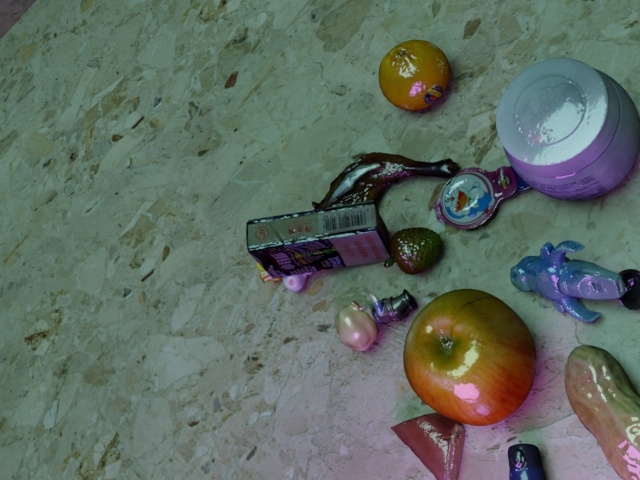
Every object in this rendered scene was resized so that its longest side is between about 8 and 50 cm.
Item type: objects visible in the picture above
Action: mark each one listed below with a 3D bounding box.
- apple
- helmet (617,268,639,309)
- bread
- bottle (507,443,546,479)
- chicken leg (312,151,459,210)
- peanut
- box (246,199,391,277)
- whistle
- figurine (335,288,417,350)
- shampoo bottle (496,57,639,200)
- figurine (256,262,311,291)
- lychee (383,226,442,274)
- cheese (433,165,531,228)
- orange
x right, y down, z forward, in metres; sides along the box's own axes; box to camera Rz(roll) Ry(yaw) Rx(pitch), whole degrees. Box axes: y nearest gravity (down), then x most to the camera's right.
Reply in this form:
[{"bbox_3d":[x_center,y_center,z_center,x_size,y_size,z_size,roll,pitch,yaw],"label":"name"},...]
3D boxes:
[{"bbox_3d":[0.308,0.238,1.795,0.286,0.233,0.286,-13,66,31],"label":"apple"},{"bbox_3d":[0.620,0.097,1.749,0.065,0.049,0.084,-9,93,-6],"label":"helmet"},{"bbox_3d":[0.246,0.428,1.873,0.192,0.067,0.119,41,98,36],"label":"bread"},{"bbox_3d":[0.417,0.529,1.715,0.072,0.082,0.244,-18,64,31],"label":"bottle"},{"bbox_3d":[0.142,-0.145,2.127,0.407,0.096,0.157,-21,66,25],"label":"chicken leg"},{"bbox_3d":[0.570,0.334,1.646,0.149,0.149,0.313,-41,51,16],"label":"peanut"},{"bbox_3d":[0.000,0.000,2.052,0.310,0.198,0.084,-9,67,11],"label":"box"},{"bbox_3d":[0.501,0.078,1.785,0.093,0.180,0.269,-33,23,-29],"label":"whistle"},{"bbox_3d":[0.125,0.174,2.021,0.196,0.114,0.108,-34,57,11],"label":"figurine"},{"bbox_3d":[0.515,-0.228,1.798,0.273,0.266,0.272,-11,69,30],"label":"shampoo bottle"},{"bbox_3d":[-0.074,0.061,2.207,0.178,0.109,0.129,13,59,33],"label":"figurine"},{"bbox_3d":[0.212,0.024,2.008,0.147,0.114,0.114,-26,60,8],"label":"lychee"},{"bbox_3d":[0.369,-0.110,1.982,0.244,0.062,0.155,-23,60,25],"label":"cheese"},{"bbox_3d":[0.229,-0.406,2.125,0.178,0.155,0.177,-8,79,42],"label":"orange"}]
